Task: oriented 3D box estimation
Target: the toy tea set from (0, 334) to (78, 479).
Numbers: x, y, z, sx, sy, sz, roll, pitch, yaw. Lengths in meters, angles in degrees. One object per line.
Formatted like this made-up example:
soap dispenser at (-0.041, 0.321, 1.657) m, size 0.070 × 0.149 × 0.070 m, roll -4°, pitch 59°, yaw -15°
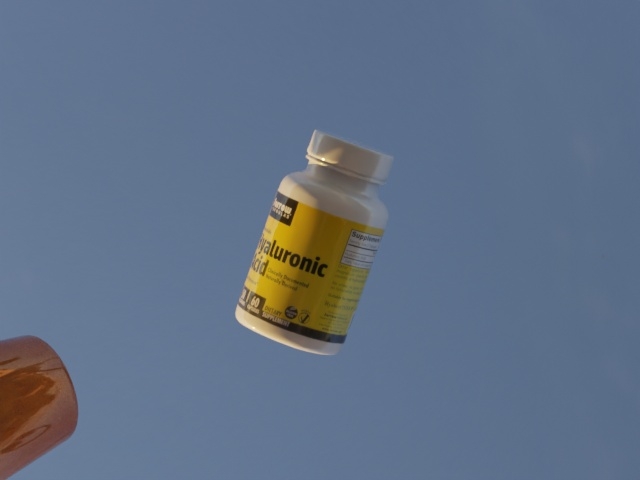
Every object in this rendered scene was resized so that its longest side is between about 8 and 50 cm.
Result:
toy tea set at (-0.267, 0.014, 0.998) m, size 0.336 × 0.124 × 0.200 m, roll 26°, pitch -53°, yaw 44°

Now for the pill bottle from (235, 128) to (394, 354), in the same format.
pill bottle at (0.000, 0.000, 1.041) m, size 0.065 × 0.065 × 0.116 m, roll 20°, pitch -85°, yaw 8°
